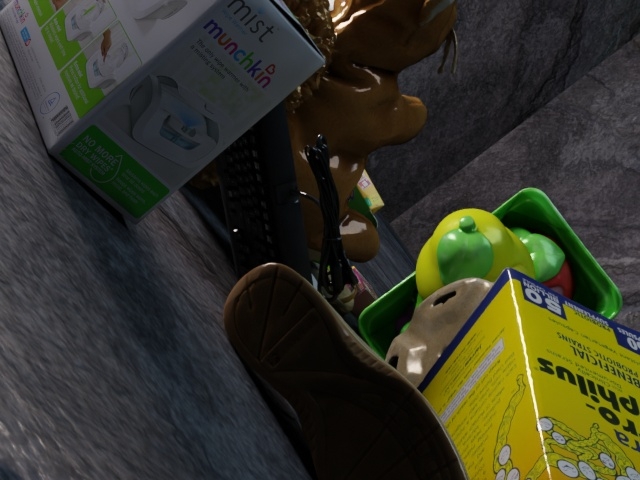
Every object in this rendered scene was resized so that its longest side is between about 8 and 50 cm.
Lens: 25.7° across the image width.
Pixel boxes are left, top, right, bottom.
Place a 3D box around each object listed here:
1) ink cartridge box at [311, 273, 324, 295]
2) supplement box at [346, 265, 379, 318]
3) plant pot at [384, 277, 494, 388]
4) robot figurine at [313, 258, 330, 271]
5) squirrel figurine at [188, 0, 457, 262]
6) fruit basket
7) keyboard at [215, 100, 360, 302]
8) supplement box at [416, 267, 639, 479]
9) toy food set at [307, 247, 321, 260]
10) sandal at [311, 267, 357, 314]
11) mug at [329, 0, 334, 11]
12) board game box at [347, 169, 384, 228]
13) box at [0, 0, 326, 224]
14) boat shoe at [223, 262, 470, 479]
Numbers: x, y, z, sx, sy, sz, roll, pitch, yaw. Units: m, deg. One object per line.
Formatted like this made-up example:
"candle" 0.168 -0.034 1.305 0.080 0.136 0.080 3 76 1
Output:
"ink cartridge box" -0.062 0.012 1.587 0.235 0.056 0.171 55 4 -27
"supplement box" 0.062 0.088 2.260 0.055 0.043 0.083 50 6 -28
"plant pot" 0.262 0.217 1.909 0.305 0.334 0.334 38 12 -28
"robot figurine" 0.000 0.000 2.185 0.101 0.067 0.115 46 3 21
"squirrel figurine" -0.004 -0.217 1.723 0.397 0.370 0.281 15 32 -48
"fruit basket" 0.253 0.093 2.124 0.283 0.392 0.392 53 6 2
"keyboard" -0.046 -0.050 1.387 0.202 0.033 0.317 19 -53 46
"supplement box" 0.225 0.224 1.339 0.194 0.195 0.356 26 28 -15
"toy food set" -0.102 -0.127 2.029 0.220 0.092 0.306 46 8 -50
"sandal" 0.024 0.065 2.072 0.072 0.049 0.180 54 6 16
"mug" -0.059 -0.317 2.339 0.276 0.328 0.374 53 6 4
"board game box" 0.003 -0.114 1.994 0.259 0.039 0.124 64 -33 10
"box" -0.156 -0.189 1.288 0.127 0.231 0.262 44 9 -41
"boat shoe" 0.040 0.166 1.288 0.342 0.123 0.123 49 4 29
